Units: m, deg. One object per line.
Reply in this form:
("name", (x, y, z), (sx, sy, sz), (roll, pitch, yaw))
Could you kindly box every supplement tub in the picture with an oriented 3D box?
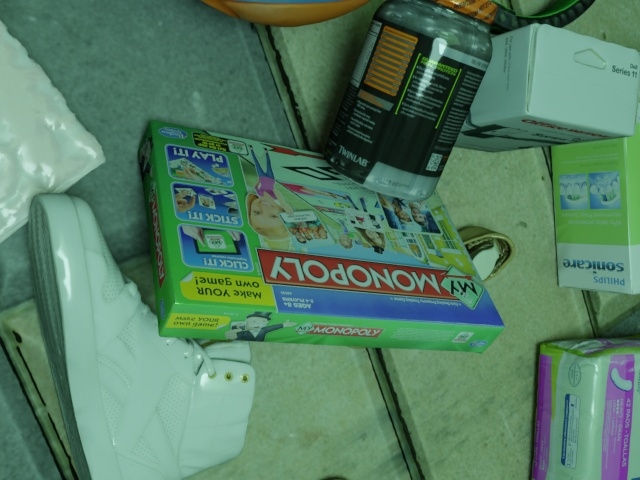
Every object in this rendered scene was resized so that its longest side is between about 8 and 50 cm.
("supplement tub", (0.086, -0.143, 0.661), (0.117, 0.117, 0.190), (12, 110, -27))

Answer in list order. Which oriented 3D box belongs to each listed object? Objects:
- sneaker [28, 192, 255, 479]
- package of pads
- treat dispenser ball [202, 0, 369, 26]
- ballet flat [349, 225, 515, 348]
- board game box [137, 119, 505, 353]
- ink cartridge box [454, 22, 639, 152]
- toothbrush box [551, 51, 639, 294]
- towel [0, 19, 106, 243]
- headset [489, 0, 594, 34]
("sneaker", (-0.148, 0.086, 0.621), (0.169, 0.108, 0.293), (-16, 111, -29))
("package of pads", (0.413, 0.238, 0.922), (0.296, 0.101, 0.229), (3, 91, -29))
("treat dispenser ball", (-0.030, -0.324, 0.569), (0.288, 0.288, 0.288), (-1, 91, -28))
("ballet flat", (0.122, 0.047, 0.778), (0.232, 0.073, 0.080), (-32, 107, -23))
("board game box", (0.000, 0.000, 0.656), (0.317, 0.046, 0.214), (7, 44, -28))
("ink cartridge box", (0.201, -0.150, 0.739), (0.153, 0.208, 0.087), (4, 89, -28))
("toothbrush box", (0.414, -0.087, 0.902), (0.206, 0.122, 0.283), (-8, 94, -28))
("towel", (-0.386, -0.100, 0.520), (0.317, 0.053, 0.332), (-42, 110, -22))
("headset", (0.255, -0.441, 0.828), (0.243, 0.185, 0.394), (17, 98, -23))
